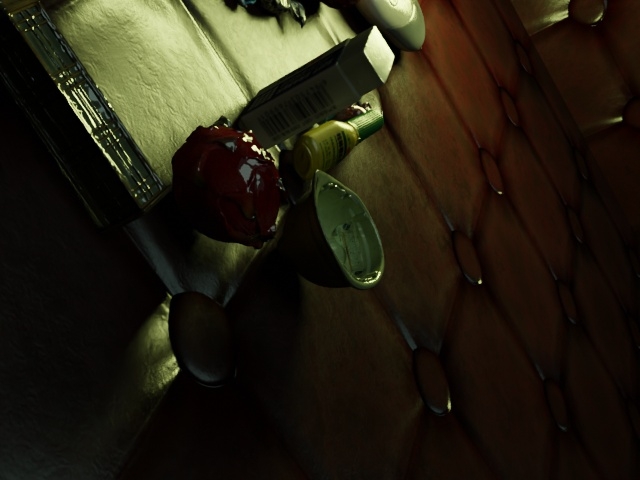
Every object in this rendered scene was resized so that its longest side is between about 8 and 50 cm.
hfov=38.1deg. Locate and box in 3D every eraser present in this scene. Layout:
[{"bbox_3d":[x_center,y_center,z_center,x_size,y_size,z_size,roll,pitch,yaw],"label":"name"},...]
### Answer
[{"bbox_3d":[-0.008,-0.266,1.645,0.081,0.278,0.124,53,30,-21],"label":"eraser"}]

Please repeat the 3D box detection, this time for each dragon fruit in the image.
[{"bbox_3d":[-0.140,-0.086,1.409,0.210,0.172,0.172,59,28,9],"label":"dragon fruit"}]

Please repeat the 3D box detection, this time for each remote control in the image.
[{"bbox_3d":[0.168,-0.613,2.375,0.332,0.103,0.221,30,48,-49],"label":"remote control"}]

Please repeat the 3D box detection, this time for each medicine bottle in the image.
[{"bbox_3d":[0.039,-0.201,1.832,0.260,0.064,0.095,-35,133,-46],"label":"medicine bottle"}]

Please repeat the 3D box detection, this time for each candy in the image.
[{"bbox_3d":[-0.100,-0.491,1.900,0.226,0.051,0.094,-2,81,-57],"label":"candy"}]

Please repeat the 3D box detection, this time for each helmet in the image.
[{"bbox_3d":[-0.005,0.000,1.601,0.257,0.137,0.204,35,41,-55],"label":"helmet"}]

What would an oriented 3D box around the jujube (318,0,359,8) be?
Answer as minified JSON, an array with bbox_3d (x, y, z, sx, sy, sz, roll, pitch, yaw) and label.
[{"bbox_3d":[0.009,-0.617,2.076,0.230,0.155,0.155,22,50,-39],"label":"jujube"}]

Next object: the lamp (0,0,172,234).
[{"bbox_3d":[-0.333,-0.169,1.233,0.325,0.089,0.090,58,31,-14],"label":"lamp"}]

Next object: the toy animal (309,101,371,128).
[{"bbox_3d":[0.034,-0.270,1.937,0.103,0.100,0.208,34,21,26],"label":"toy animal"}]
